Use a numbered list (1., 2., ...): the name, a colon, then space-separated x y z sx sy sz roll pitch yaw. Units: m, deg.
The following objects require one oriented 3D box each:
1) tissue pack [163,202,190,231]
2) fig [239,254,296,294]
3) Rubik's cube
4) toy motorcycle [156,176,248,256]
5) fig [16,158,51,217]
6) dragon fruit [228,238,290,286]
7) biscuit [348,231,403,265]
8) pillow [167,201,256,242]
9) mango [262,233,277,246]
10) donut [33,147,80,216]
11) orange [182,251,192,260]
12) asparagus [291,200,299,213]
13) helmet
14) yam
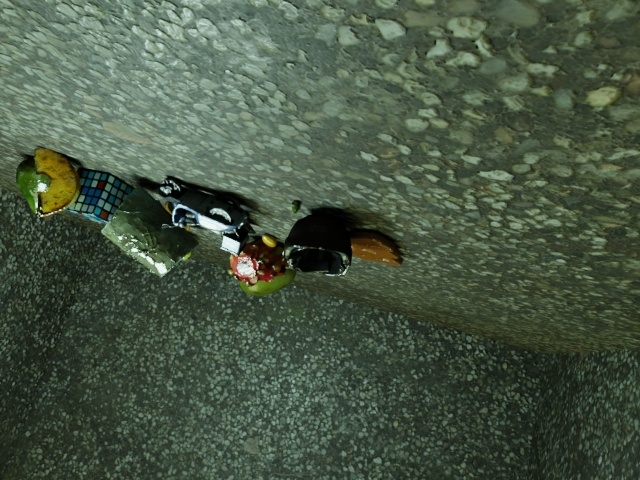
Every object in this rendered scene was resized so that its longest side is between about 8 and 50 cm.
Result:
1. tissue pack: -0.707 -0.052 2.100 0.145 0.195 0.274 21 166 -21
2. fig: -0.293 0.171 2.427 0.325 0.259 0.258 2 170 -13
3. Rubik's cube: -0.913 -0.173 1.864 0.181 0.184 0.187 11 166 21
4. toy motorcycle: -0.433 -0.090 1.630 0.358 0.125 0.213 24 131 3
5. fig: -1.224 -0.222 1.938 0.202 0.236 0.203 17 172 2
6. dragon fruit: -0.286 0.112 2.192 0.306 0.243 0.228 22 129 -5
7. biscuit: 0.181 0.019 1.629 0.283 0.043 0.306 17 165 2
8. pillow: -0.439 -0.087 1.834 0.325 0.101 0.228 18 166 4
9. mango: -0.236 -0.003 2.065 0.059 0.046 0.089 4 150 37
10. donut: -1.005 -0.221 1.731 0.151 0.260 0.101 -1 -179 -3
11. orange: -0.852 0.009 2.623 0.237 0.159 0.179 30 155 -37
12. asparagus: -0.084 -0.108 1.467 0.025 0.021 0.108 21 168 0
13. helmet: 0.000 0.000 1.479 0.224 0.177 0.305 10 158 1
14. yam: -0.674 -0.030 1.771 0.348 0.241 0.241 43 162 -9
